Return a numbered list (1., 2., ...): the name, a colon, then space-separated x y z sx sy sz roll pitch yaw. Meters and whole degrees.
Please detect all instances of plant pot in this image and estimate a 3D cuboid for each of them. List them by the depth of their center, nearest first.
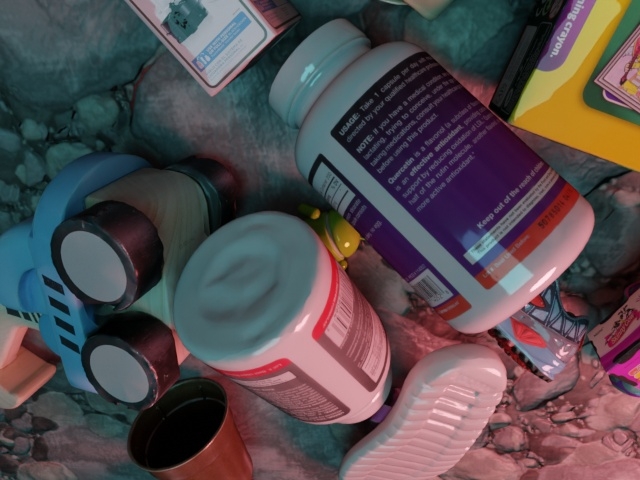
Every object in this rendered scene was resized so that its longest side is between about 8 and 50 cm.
1. plant pot: -0.196 0.340 0.856 0.167 0.167 0.165 -11 124 13

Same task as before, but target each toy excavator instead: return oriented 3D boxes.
1. toy excavator: -0.346 0.080 0.732 0.445 0.222 0.433 11 120 18

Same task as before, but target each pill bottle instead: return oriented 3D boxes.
1. pill bottle: 0.101 -0.073 0.549 0.323 0.181 0.181 46 116 7
2. pill bottle: -0.017 0.119 0.646 0.176 0.176 0.318 -17 142 16

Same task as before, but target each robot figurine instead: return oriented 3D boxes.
1. robot figurine: 0.000 0.000 0.693 0.115 0.067 0.101 -20 119 17

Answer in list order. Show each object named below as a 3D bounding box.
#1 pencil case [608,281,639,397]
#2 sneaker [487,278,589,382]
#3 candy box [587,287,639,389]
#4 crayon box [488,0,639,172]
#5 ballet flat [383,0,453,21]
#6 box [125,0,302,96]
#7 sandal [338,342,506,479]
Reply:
1. pencil case: 0.431 0.134 0.705 0.070 0.064 0.152 12 122 31
2. sneaker: 0.242 0.053 0.688 0.125 0.104 0.262 -43 100 -3
3. candy box: 0.466 0.127 0.617 0.233 0.071 0.159 27 121 -10
4. crayon box: 0.386 -0.233 0.487 0.313 0.106 0.363 19 114 -3
5. ballet flat: 0.030 -0.299 0.530 0.248 0.086 0.086 26 118 -8
6. box: -0.153 -0.293 0.505 0.087 0.169 0.290 -36 107 23
7. sandal: 0.147 0.266 0.797 0.169 0.102 0.416 12 133 -15
